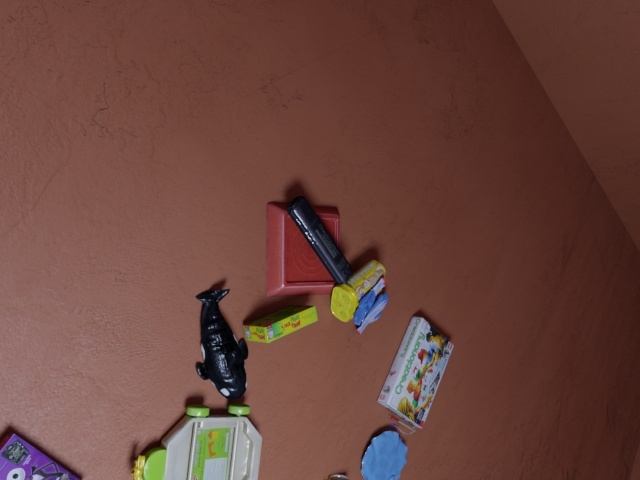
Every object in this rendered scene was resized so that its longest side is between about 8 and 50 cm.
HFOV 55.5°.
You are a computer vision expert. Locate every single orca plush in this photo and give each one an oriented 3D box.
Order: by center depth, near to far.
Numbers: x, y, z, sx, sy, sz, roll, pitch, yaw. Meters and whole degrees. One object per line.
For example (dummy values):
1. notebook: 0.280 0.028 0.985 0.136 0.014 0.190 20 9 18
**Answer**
1. orca plush: -0.225 0.265 1.521 0.151 0.102 0.288 0 88 -39

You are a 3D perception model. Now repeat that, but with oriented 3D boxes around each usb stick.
1. usb stick: 0.000 0.000 1.684 0.278 0.045 0.077 56 42 -19

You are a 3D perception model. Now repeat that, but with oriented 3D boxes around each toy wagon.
1. toy wagon: -0.298 0.535 1.476 0.344 0.068 0.268 11 81 -38

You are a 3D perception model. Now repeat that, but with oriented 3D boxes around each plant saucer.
1. plant saucer: -0.035 0.027 1.721 0.258 0.047 0.259 2 88 -39

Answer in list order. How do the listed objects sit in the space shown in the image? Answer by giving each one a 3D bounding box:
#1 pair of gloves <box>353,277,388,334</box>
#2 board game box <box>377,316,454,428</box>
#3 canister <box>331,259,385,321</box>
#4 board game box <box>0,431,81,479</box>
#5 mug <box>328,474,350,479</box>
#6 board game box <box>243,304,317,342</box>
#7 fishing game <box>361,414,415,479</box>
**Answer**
1. pair of gloves: 0.153 0.204 1.822 0.159 0.023 0.198 -50 153 -17
2. board game box: 0.316 0.429 1.988 0.193 0.053 0.305 40 65 -31
3. canister: 0.114 0.145 1.797 0.170 0.073 0.126 -36 146 -37
4. board game box: -0.642 0.581 1.179 0.208 0.056 0.347 47 53 -23
5. mug: 0.045 0.721 1.764 0.062 0.078 0.064 -5 102 -71
6. board game box: -0.104 0.219 1.617 0.181 0.092 0.043 -18 101 -43
7. fishing game: 0.197 0.681 1.893 0.189 0.041 0.264 37 74 -32
